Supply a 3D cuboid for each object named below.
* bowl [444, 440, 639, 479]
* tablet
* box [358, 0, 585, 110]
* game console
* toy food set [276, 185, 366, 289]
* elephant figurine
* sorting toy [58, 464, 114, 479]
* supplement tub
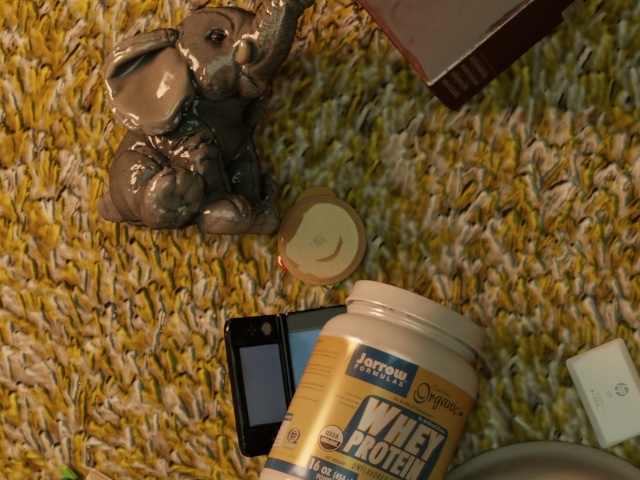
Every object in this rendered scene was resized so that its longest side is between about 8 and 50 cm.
[{"bbox_3d":[0.184,0.319,1.573,0.297,0.134,0.298,0,88,10],"label":"bowl"},{"bbox_3d":[0.251,0.132,1.633,0.054,0.006,0.083,-23,84,9],"label":"tablet"},{"bbox_3d":[0.102,-0.246,1.598,0.167,0.168,0.203,-39,80,6],"label":"box"},{"bbox_3d":[-0.020,0.122,1.656,0.071,0.107,0.122,-12,84,39],"label":"game console"},{"bbox_3d":[0.000,0.000,1.681,0.083,0.020,0.082,38,95,10],"label":"toy food set"},{"bbox_3d":[-0.099,-0.128,1.642,0.186,0.169,0.239,3,93,-5],"label":"elephant figurine"},{"bbox_3d":[-0.209,0.239,1.714,0.083,0.012,0.062,30,93,11],"label":"sorting toy"},{"bbox_3d":[0.047,0.148,1.592,0.144,0.144,0.200,21,79,11],"label":"supplement tub"}]
